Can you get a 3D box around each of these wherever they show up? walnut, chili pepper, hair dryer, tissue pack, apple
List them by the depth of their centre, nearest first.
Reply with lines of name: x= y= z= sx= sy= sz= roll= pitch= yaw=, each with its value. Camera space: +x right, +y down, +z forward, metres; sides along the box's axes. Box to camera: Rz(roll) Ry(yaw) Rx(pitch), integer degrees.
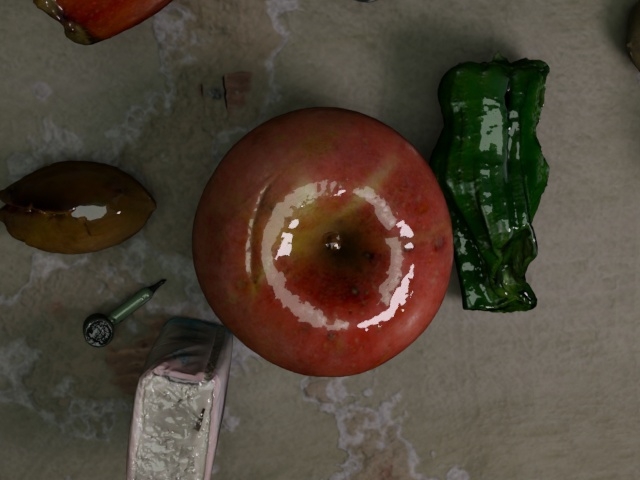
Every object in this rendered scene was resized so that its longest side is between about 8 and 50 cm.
apple: x=0.000 y=0.000 z=1.543 sx=0.364 sy=0.364 sz=0.364 roll=0 pitch=100 yaw=0
chili pepper: x=0.236 y=-0.073 z=1.591 sx=0.167 sy=0.213 sz=0.385 roll=0 pitch=99 yaw=20
tissue pack: x=-0.198 y=0.240 z=1.612 sx=0.124 sy=0.271 sz=0.201 roll=5 pitch=101 yaw=-3
walnut: x=-0.359 y=-0.047 z=1.634 sx=0.245 sy=0.137 sz=0.137 roll=-5 pitch=100 yaw=2
hair dryer: x=-0.292 y=0.106 z=1.699 sx=0.150 sy=0.071 sz=0.047 roll=-36 pitch=100 yaw=-10

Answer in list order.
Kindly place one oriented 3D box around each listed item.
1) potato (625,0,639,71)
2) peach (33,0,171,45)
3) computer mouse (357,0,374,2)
potato: x=0.545 y=-0.303 z=1.573 sx=0.235 sy=0.160 sz=0.178 roll=-13 pitch=76 yaw=13
peach: x=-0.298 y=-0.467 z=1.451 sx=0.353 sy=0.339 sz=0.416 roll=16 pitch=105 yaw=-2
computer mouse: x=0.054 y=-0.520 z=1.551 sx=0.167 sy=0.090 sz=0.379 roll=-2 pitch=99 yaw=36
